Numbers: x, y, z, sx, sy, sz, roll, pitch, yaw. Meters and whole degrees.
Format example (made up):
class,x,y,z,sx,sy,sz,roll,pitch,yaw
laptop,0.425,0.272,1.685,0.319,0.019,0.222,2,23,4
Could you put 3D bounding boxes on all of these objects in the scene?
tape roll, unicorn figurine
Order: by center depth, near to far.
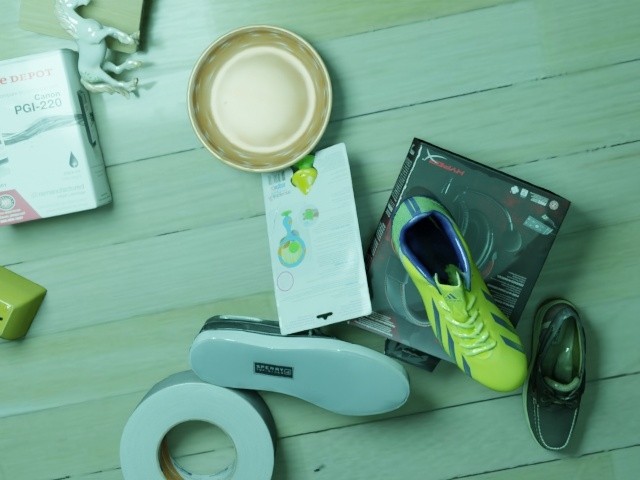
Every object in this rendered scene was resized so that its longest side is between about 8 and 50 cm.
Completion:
class,x,y,z,sx,sy,sz,roll,pitch,yaw
unicorn figurine,-0.290,-0.258,1.262,0.111,0.060,0.162,9,118,1
tape roll,-0.173,0.299,1.395,0.219,0.072,0.219,0,99,2

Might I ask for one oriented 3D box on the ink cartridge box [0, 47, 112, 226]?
class,x,y,z,sx,sy,sz,roll,pitch,yaw
ink cartridge box,-0.390,-0.140,1.318,0.158,0.092,0.218,-11,97,3

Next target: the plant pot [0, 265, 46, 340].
class,x,y,z,sx,sy,sz,roll,pitch,yaw
plant pot,-0.449,0.093,1.361,0.081,0.083,0.081,27,99,-2

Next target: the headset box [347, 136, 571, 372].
class,x,y,z,sx,sy,sz,roll,pitch,yaw
headset box,0.176,0.036,1.325,0.218,0.110,0.293,22,99,-3

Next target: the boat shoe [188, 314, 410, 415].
class,x,y,z,sx,sy,sz,roll,pitch,yaw
boat shoe,-0.024,0.163,1.353,0.306,0.105,0.113,5,120,9

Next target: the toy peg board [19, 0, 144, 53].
class,x,y,z,sx,sy,sz,roll,pitch,yaw
toy peg board,-0.306,-0.353,1.299,0.161,0.079,0.161,13,115,0

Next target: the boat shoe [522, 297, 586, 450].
class,x,y,z,sx,sy,sz,roll,pitch,yaw
boat shoe,0.332,0.196,1.366,0.080,0.073,0.223,2,99,1

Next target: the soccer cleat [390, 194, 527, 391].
class,x,y,z,sx,sy,sz,roll,pitch,yaw
soccer cleat,0.172,0.076,1.213,0.093,0.121,0.289,-29,99,5

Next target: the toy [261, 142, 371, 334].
class,x,y,z,sx,sy,sz,roll,pitch,yaw
toy,0.000,0.000,1.318,0.137,0.056,0.237,-16,76,26

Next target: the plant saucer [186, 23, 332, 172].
class,x,y,z,sx,sy,sz,roll,pitch,yaw
plant saucer,-0.081,-0.191,1.319,0.200,0.037,0.200,0,93,7
